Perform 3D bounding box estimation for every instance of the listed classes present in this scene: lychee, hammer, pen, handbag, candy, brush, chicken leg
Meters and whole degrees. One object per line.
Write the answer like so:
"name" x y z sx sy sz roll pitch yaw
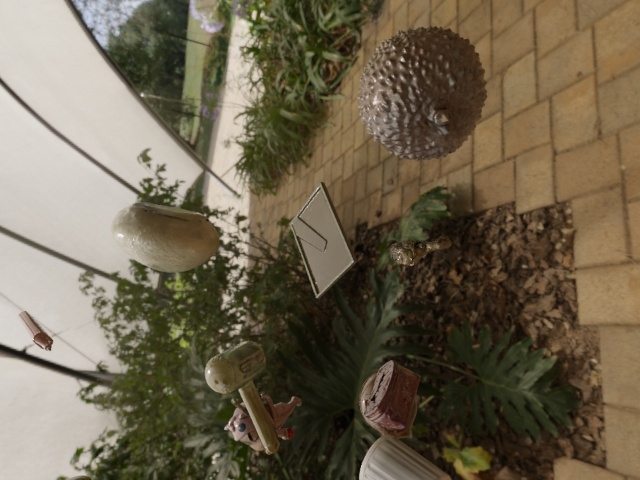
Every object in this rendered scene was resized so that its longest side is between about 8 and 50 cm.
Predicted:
"lychee" 0.286 -0.427 1.303 0.432 0.381 0.380 -109 34 -51
"hammer" -0.188 0.438 1.220 0.113 0.202 0.305 -31 82 24
"pen" -0.717 0.233 1.118 0.197 0.032 0.053 24 146 39
"handbag" 0.250 0.545 1.560 0.225 0.136 0.146 -60 4 -35
"candy" -0.434 -0.003 1.253 0.295 0.296 0.185 -142 65 -68
"brush" -0.219 0.561 1.404 0.014 0.170 0.043 -46 14 -14
"chicken leg" 0.314 0.029 1.387 0.198 0.068 0.085 -14 27 26

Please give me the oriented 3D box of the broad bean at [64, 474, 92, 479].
"broad bean" -0.599 0.593 0.996 0.124 0.175 0.082 -31 71 51

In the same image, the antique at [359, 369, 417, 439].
"antique" 0.273 0.661 1.773 0.129 0.224 0.277 92 169 -78

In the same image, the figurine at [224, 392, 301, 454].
"figurine" -0.189 0.663 1.594 0.176 0.288 0.186 -48 50 25

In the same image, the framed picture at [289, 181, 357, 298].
"framed picture" 0.000 0.000 1.555 0.247 0.022 0.334 -50 50 40

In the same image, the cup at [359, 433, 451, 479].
"cup" 0.249 0.664 1.218 0.202 0.221 0.166 16 79 44
